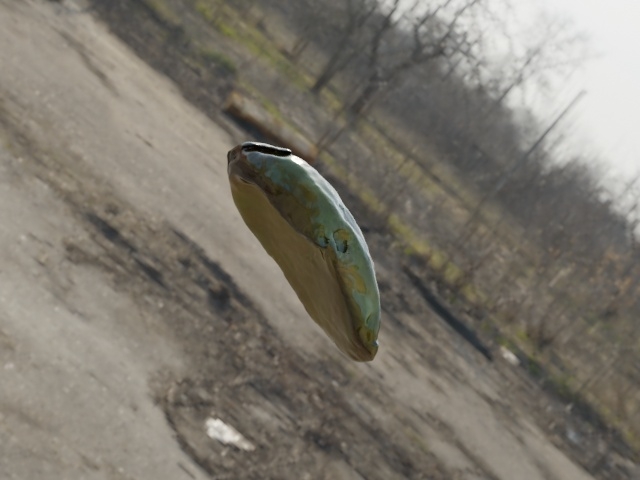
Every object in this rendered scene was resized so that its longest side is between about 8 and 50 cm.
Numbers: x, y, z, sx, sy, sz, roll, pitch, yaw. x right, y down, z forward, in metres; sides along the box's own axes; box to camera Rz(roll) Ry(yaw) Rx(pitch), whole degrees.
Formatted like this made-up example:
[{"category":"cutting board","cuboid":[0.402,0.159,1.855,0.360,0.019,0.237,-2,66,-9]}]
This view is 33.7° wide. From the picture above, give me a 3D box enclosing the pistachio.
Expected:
[{"category":"pistachio","cuboid":[0.000,0.000,0.718,0.173,0.049,0.089,56,-23,1]}]
